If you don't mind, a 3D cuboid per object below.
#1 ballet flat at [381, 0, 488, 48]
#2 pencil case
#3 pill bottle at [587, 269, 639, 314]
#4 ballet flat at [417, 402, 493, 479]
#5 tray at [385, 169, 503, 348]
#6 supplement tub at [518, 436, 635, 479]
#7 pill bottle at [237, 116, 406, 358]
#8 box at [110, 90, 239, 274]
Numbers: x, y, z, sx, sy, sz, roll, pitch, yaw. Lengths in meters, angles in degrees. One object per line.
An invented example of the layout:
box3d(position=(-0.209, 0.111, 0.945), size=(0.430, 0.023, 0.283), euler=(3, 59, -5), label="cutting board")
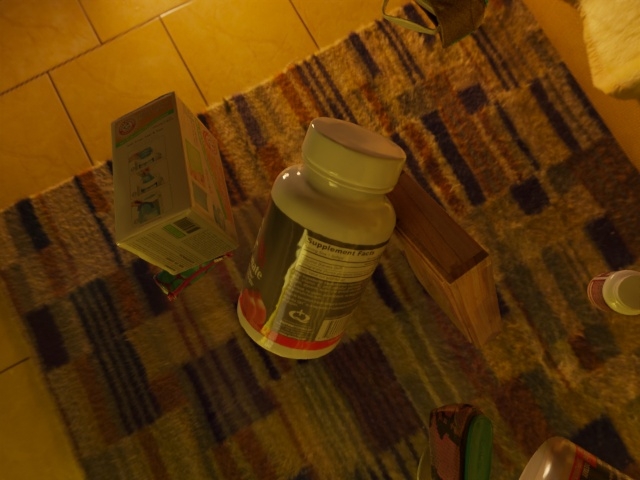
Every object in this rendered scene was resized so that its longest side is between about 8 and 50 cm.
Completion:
box3d(position=(0.141, -0.479, 0.787), size=(0.342, 0.116, 0.124), euler=(43, 108, 4), label="ballet flat")
box3d(position=(-0.252, 0.051, 0.857), size=(0.152, 0.064, 0.070), euler=(-40, 51, -17), label="pencil case")
box3d(position=(0.588, 0.101, 0.836), size=(0.086, 0.152, 0.085), euler=(-2, 83, 17), label="pill bottle")
box3d(position=(0.131, 0.280, 0.432), size=(0.077, 0.079, 0.221), euler=(26, 60, -31), label="ballet flat")
box3d(position=(0.226, 0.058, 0.787), size=(0.076, 0.411, 0.202), euler=(-38, 55, 4), label="tray")
box3d(position=(0.416, 0.431, 0.595), size=(0.272, 0.191, 0.191), euler=(28, 82, 27), label="supplement tub")
box3d(position=(0.000, 0.000, 0.615), size=(0.177, 0.176, 0.318), euler=(23, 118, 4), label="pill bottle")
box3d(position=(-0.195, -0.076, 0.571), size=(0.103, 0.114, 0.203), euler=(-23, 61, 9), label="box")
